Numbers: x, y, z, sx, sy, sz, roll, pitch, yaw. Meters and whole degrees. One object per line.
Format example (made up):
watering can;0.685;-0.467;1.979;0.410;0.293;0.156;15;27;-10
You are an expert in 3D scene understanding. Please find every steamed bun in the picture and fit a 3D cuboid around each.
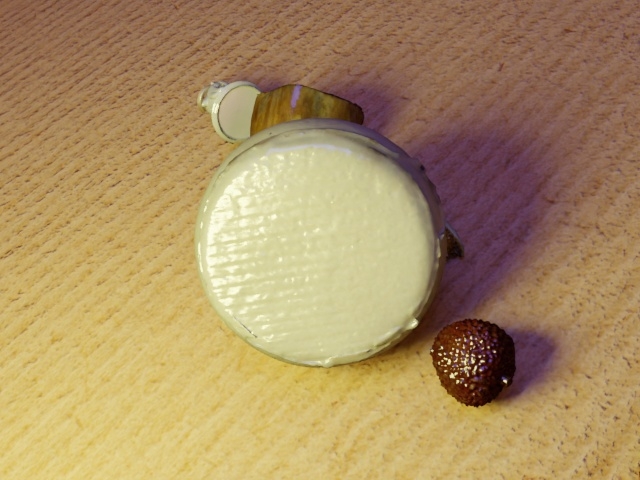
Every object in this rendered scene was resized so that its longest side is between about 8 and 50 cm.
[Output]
steamed bun;0.000;0.000;1.177;0.374;0.374;0.241;-15;7;3

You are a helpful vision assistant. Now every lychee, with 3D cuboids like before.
lychee;0.215;0.169;1.093;0.123;0.123;0.129;-44;23;-21

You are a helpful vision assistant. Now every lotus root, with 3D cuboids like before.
lotus root;-0.031;-0.181;1.462;0.188;0.199;0.180;-8;72;60

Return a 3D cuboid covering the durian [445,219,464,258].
durian;0.135;-0.045;1.331;0.139;0.144;0.252;3;30;-33

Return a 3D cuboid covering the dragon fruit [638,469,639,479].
dragon fruit;0.464;0.296;0.894;0.211;0.134;0.262;6;52;17

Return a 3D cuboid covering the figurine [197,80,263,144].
figurine;-0.200;-0.280;1.617;0.132;0.132;0.153;-38;38;-16
